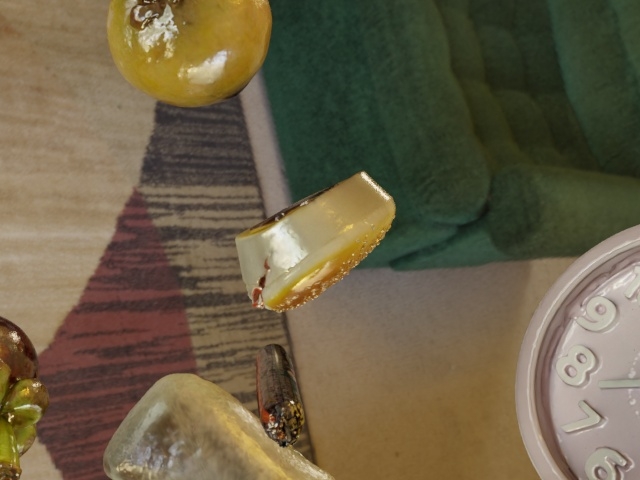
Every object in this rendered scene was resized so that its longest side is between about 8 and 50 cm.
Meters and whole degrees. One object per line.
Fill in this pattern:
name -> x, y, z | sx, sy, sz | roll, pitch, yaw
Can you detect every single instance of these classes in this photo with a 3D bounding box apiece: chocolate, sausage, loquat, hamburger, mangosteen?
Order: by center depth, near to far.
sausage -> -0.026, 0.087, 0.492 | 0.025, 0.198, 0.028 | -28, 93, -3
loquat -> -0.118, -0.192, 0.747 | 0.163, 0.163, 0.137 | -8, 80, -46
mangosteen -> -0.340, 0.151, 0.829 | 0.146, 0.181, 0.156 | -66, 153, -12
chocolate -> -0.132, 0.317, 1.082 | 0.303, 0.100, 0.185 | 37, 90, 0
hamburger -> 0.000, 0.000, 1.304 | 0.295, 0.227, 0.151 | -29, 92, -48

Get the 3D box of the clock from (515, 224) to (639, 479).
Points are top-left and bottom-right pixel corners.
clock -> 0.217, 0.086, 0.480 | 0.068, 0.197, 0.197 | 31, 53, -41
